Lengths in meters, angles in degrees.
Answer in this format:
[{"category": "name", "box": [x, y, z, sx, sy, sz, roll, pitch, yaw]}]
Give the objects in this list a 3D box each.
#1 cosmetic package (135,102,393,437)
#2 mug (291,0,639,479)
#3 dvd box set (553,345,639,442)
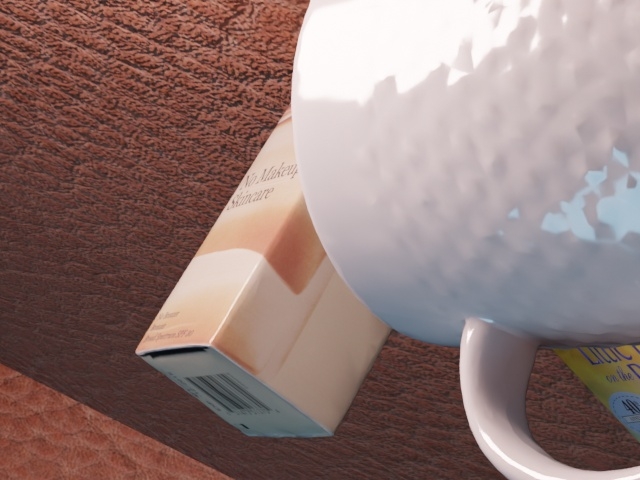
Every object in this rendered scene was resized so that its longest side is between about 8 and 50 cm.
[{"category": "cosmetic package", "box": [0.000, 0.000, 1.298, 0.129, 0.296, 0.153, 39, 156, -19]}, {"category": "mug", "box": [0.182, -0.034, 0.884, 0.328, 0.374, 0.276, -4, 156, 45]}, {"category": "dvd box set", "box": [0.376, 0.172, 1.356, 0.420, 0.062, 0.307, 47, 162, -6]}]
